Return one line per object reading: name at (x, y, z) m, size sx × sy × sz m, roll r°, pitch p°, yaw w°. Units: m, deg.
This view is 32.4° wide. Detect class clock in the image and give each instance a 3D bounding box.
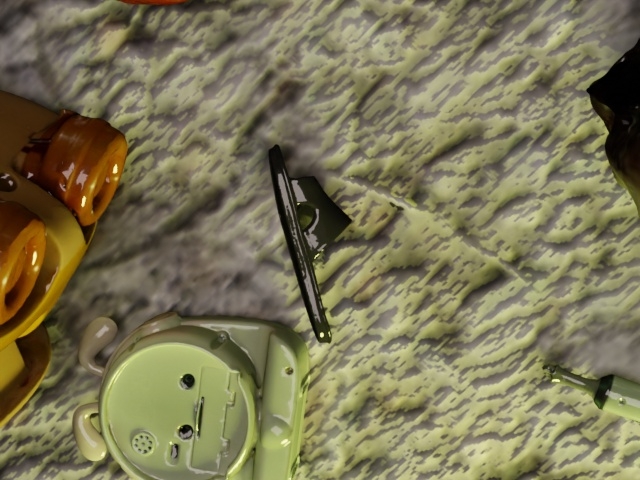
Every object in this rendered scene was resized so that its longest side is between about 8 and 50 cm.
clock at (-0.108, 0.134, 0.881) m, size 0.191 × 0.062 × 0.151 m, roll 8°, pitch 99°, yaw 8°

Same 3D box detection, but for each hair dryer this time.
hair dryer at (0.262, 0.137, 0.842) m, size 0.198 × 0.057 × 0.100 m, roll 20°, pitch 100°, yaw 13°

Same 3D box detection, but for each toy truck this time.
toy truck at (-0.281, 0.007, 0.795) m, size 0.204 × 0.288 × 0.211 m, roll 21°, pitch 125°, yaw 2°

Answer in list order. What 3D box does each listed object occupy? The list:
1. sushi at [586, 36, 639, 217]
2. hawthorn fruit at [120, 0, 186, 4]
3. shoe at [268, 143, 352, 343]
sushi at (0.341, -0.091, 0.675) m, size 0.281 × 0.299 × 0.294 m, roll 28°, pitch 105°, yaw -25°
hawthorn fruit at (-0.130, -0.253, 0.756) m, size 0.185 × 0.202 × 0.185 m, roll 5°, pitch 101°, yaw 26°
shoe at (0.000, 0.000, 0.851) m, size 0.053 × 0.062 × 0.159 m, roll -13°, pitch 96°, yaw -3°
